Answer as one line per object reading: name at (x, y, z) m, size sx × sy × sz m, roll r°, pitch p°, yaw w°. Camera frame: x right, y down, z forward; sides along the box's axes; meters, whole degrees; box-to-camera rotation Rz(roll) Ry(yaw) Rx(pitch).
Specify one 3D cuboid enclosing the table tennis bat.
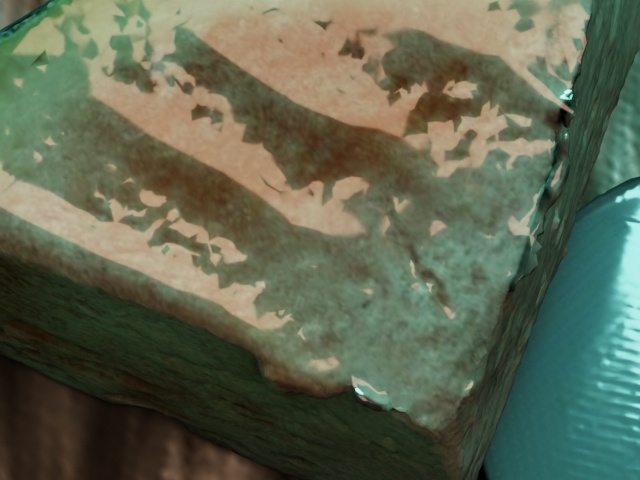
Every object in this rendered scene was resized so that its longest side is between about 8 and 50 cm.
table tennis bat at (0.196, 0.033, 0.591) m, size 0.215 × 0.044 × 0.329 m, roll 14°, pitch 66°, yaw 23°

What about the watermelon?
watermelon at (0.000, 0.000, 0.523) m, size 0.387 × 0.228 × 0.258 m, roll -19°, pitch 89°, yaw -12°
